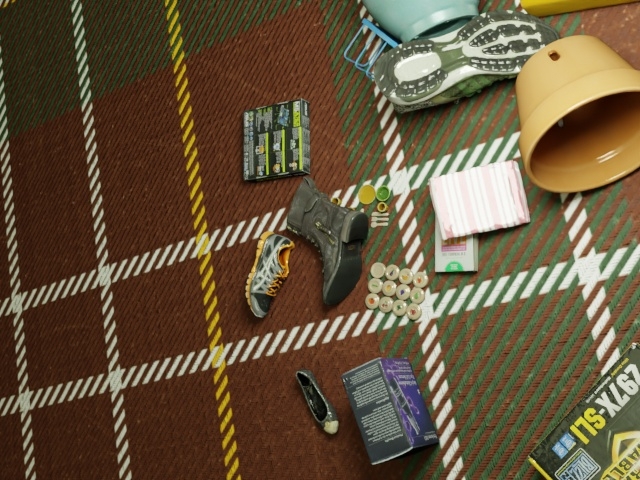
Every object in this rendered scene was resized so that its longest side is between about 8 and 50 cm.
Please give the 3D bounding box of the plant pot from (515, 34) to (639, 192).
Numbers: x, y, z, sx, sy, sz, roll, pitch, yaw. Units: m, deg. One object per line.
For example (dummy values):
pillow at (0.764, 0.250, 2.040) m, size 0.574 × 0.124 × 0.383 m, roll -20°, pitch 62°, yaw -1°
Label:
plant pot at (0.508, -0.260, 1.663) m, size 0.291 × 0.291 × 0.203 m, roll -33°, pitch 52°, yaw 24°

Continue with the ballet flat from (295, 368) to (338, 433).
ballet flat at (-0.012, 0.383, 2.007) m, size 0.057 × 0.049 × 0.173 m, roll -41°, pitch 65°, yaw 21°

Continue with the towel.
towel at (0.343, -0.086, 1.836) m, size 0.197 × 0.029 × 0.144 m, roll -12°, pitch 78°, yaw 10°

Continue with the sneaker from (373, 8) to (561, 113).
sneaker at (0.321, -0.375, 1.854) m, size 0.410 × 0.182 × 0.158 m, roll -12°, pitch 72°, yaw 4°

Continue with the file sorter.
file sorter at (0.158, -0.415, 1.973) m, size 0.170 × 0.118 × 0.104 m, roll 44°, pitch 110°, yaw 28°

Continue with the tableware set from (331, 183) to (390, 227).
tableware set at (0.095, -0.084, 2.020) m, size 0.154 × 0.024 × 0.104 m, roll 1°, pitch 84°, yaw 32°

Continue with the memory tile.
memory tile at (0.174, 0.115, 1.952) m, size 0.148 × 0.012 × 0.113 m, roll 12°, pitch 90°, yaw 32°

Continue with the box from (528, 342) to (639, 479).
box at (0.600, 0.396, 1.622) m, size 0.257 × 0.079 × 0.322 m, roll 47°, pitch 107°, yaw 29°

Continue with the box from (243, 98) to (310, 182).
box at (-0.113, -0.252, 2.157) m, size 0.184 × 0.045 × 0.191 m, roll -7°, pitch 79°, yaw 28°

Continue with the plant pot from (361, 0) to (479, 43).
plant pot at (0.234, -0.540, 1.858) m, size 0.293 × 0.293 × 0.196 m, roll -22°, pitch 84°, yaw 27°

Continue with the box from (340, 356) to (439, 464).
box at (0.153, 0.369, 1.851) m, size 0.108 × 0.153 × 0.207 m, roll -29°, pitch 71°, yaw 24°

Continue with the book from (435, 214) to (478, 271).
book at (0.302, -0.003, 1.883) m, size 0.096 × 0.035 × 0.144 m, roll -4°, pitch 83°, yaw 35°

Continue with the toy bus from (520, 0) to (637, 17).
toy bus at (0.584, -0.555, 1.737) m, size 0.332 × 0.108 × 0.130 m, roll -1°, pitch 83°, yaw 31°

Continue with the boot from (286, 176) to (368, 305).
boot at (0.000, 0.000, 2.040) m, size 0.229 × 0.091 × 0.263 m, roll 27°, pitch 106°, yaw 41°

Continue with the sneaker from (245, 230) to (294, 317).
sneaker at (-0.123, 0.086, 2.097) m, size 0.083 × 0.084 × 0.215 m, roll 10°, pitch 88°, yaw 27°
